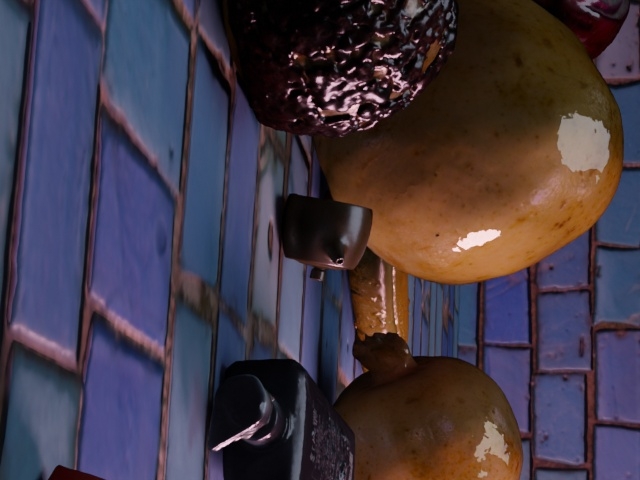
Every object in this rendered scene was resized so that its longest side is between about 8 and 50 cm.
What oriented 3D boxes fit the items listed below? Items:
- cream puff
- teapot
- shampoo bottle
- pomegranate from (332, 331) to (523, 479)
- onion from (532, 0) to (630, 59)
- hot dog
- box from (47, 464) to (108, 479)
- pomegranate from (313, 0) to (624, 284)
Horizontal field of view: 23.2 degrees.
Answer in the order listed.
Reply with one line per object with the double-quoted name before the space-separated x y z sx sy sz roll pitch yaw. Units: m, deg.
"cream puff" 0.017 -0.190 1.134 0.239 0.165 0.239 -2 90 -81
"teapot" 0.000 0.000 1.334 0.121 0.076 0.068 -173 -86 -70
"shampoo bottle" -0.026 0.154 1.175 0.309 0.071 0.098 63 30 -69
"pomegranate" 0.102 0.207 1.536 0.207 0.207 0.207 1 90 -80
"onion" 0.160 -0.311 1.682 0.336 0.260 0.282 56 34 -8
"hot dog" 0.064 0.055 1.713 0.088 0.061 0.286 -71 161 -52
"box" -0.112 0.237 0.748 0.123 0.050 0.229 -71 159 -66
"pomegranate" 0.142 -0.099 1.471 0.307 0.307 0.307 1 90 -80
